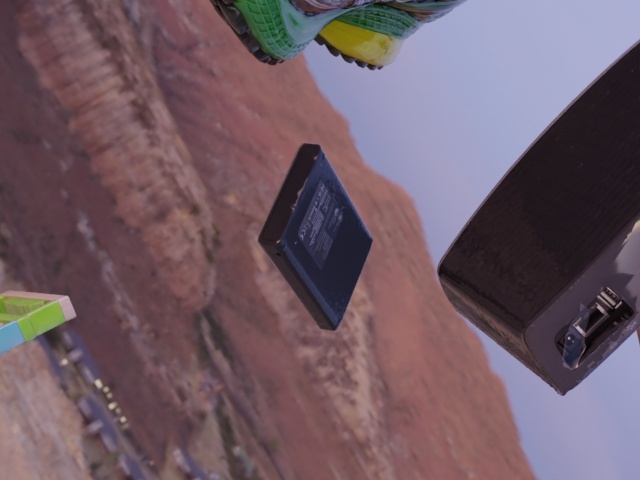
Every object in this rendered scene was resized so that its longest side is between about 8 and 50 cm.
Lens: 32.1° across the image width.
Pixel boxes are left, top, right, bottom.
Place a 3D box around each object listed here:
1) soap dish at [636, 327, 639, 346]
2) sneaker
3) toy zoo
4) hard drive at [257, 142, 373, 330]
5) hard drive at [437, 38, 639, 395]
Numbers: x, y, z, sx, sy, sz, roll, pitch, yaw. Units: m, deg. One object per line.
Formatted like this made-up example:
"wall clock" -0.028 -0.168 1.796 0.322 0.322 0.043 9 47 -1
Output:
"soap dish" 0.493 0.097 1.240 0.291 0.228 0.118 89 17 -70
"sneaker" 0.014 -0.194 0.654 0.134 0.146 0.343 60 24 5
"toy zoo" -0.454 0.136 1.305 0.192 0.293 0.030 0 -66 54
"hard drive" 0.000 0.000 0.894 0.022 0.094 0.135 8 -30 29
"hard drive" 0.192 -0.035 0.721 0.054 0.255 0.172 43 0 -26
